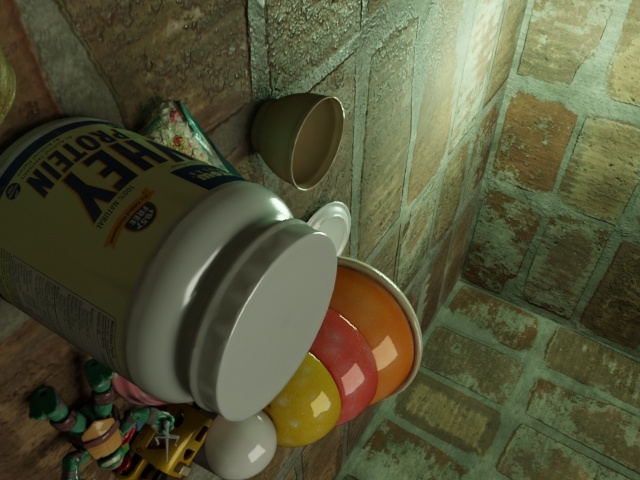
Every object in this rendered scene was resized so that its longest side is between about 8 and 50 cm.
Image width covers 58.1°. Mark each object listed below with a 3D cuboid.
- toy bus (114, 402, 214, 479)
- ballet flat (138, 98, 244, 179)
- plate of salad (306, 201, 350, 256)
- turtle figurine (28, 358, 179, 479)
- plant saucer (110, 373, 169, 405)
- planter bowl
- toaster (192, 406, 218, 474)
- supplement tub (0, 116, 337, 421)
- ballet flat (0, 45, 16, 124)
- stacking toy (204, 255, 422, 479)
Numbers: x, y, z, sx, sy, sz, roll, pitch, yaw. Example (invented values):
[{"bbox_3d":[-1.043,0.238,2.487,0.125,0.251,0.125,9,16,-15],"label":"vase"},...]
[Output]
[{"bbox_3d":[-0.276,0.378,1.027,0.191,0.105,0.202,-27,136,-56],"label":"toy bus"},{"bbox_3d":[-0.176,-0.112,0.816,0.077,0.091,0.241,-33,150,1],"label":"ballet flat"},{"bbox_3d":[0.000,0.000,1.335,0.200,0.048,0.199,-33,138,-37],"label":"plate of salad"},{"bbox_3d":[-0.314,0.282,0.829,0.175,0.118,0.234,-46,139,-39],"label":"turtle figurine"},{"bbox_3d":[-0.192,0.140,0.949,0.332,0.084,0.332,-39,147,-32],"label":"plant saucer"},{"bbox_3d":[-0.047,-0.178,0.971,0.162,0.109,0.162,-47,151,-37],"label":"planter bowl"},{"bbox_3d":[-0.184,0.381,1.228,0.168,0.110,0.185,-38,145,-50],"label":"toaster"},{"bbox_3d":[-0.171,0.023,0.614,0.235,0.325,0.235,-48,152,-37],"label":"supplement tub"},{"bbox_3d":[-0.351,-0.028,0.484,0.124,0.116,0.342,74,38,-85],"label":"ballet flat"},{"bbox_3d":[-0.042,0.262,1.088,0.480,0.351,0.350,-35,143,-54],"label":"stacking toy"}]
